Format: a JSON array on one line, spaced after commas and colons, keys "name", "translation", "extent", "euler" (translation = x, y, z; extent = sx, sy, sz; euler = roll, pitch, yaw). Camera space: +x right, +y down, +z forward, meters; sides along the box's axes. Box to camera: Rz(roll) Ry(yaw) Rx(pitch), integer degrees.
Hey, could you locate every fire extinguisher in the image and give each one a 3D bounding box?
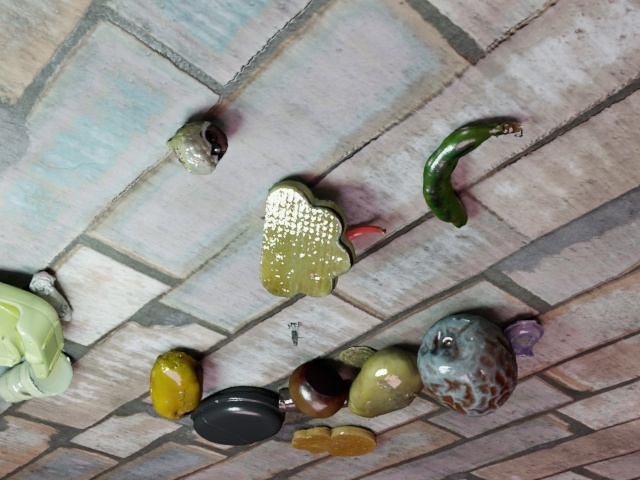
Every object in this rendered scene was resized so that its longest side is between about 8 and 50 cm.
[{"name": "fire extinguisher", "translation": [0.008, 0.454, 2.028], "extent": [0.267, 0.072, 0.089], "euler": [-7, 104, 10]}]

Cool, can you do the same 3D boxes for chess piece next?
[{"name": "chess piece", "translation": [-0.815, 0.389, 1.930], "extent": [0.243, 0.133, 0.133], "euler": [-21, 137, 36]}]

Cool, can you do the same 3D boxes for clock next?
[{"name": "clock", "translation": [-0.801, 0.199, 1.641], "extent": [0.348, 0.117, 0.286], "euler": [17, 146, -2]}]

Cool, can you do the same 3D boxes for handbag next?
[{"name": "handbag", "translation": [-0.256, 0.547, 2.125], "extent": [0.308, 0.093, 0.253], "euler": [-29, 133, 32]}]

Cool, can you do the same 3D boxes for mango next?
[{"name": "mango", "translation": [-0.402, 0.395, 1.898], "extent": [0.151, 0.156, 0.249], "euler": [31, 146, 21]}]

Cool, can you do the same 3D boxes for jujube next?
[{"name": "jujube", "translation": [0.373, 0.325, 1.735], "extent": [0.246, 0.216, 0.308], "euler": [-20, 139, 24]}]

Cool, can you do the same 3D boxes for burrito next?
[{"name": "burrito", "translation": [-0.648, 0.143, 1.653], "extent": [0.064, 0.064, 0.203], "euler": [2, 144, -2]}]

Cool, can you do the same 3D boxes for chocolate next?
[{"name": "chocolate", "translation": [-0.013, 0.423, 1.914], "extent": [0.176, 0.177, 0.177], "euler": [1, 142, 0]}]

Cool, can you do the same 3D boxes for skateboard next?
[{"name": "skateboard", "translation": [-0.063, 0.256, 1.788], "extent": [0.032, 0.064, 0.083], "euler": [-10, 152, 1]}]

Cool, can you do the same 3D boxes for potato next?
[{"name": "potato", "translation": [0.176, 0.400, 1.884], "extent": [0.191, 0.141, 0.296], "euler": [5, 143, -29]}]

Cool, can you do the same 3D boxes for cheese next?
[{"name": "cheese", "translation": [0.522, 0.256, 1.784], "extent": [0.105, 0.042, 0.191], "euler": [-2, 144, 6]}]

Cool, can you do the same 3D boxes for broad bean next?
[{"name": "broad bean", "translation": [0.263, -0.121, 1.308], "extent": [0.144, 0.049, 0.292], "euler": [7, 141, -10]}]

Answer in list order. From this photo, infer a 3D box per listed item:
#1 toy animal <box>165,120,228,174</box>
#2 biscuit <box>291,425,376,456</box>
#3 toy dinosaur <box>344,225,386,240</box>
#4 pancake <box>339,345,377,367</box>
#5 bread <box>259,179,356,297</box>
[{"name": "toy animal", "translation": [-0.222, -0.174, 1.241], "extent": [0.098, 0.137, 0.098], "euler": [-15, 120, -29]}, {"name": "biscuit", "translation": [0.046, 0.675, 2.321], "extent": [0.288, 0.044, 0.202], "euler": [4, 141, -1]}, {"name": "toy dinosaur", "translation": [-0.007, -0.004, 1.471], "extent": [0.286, 0.070, 0.139], "euler": [-32, 109, 33]}, {"name": "pancake", "translation": [0.109, 0.322, 1.899], "extent": [0.114, 0.011, 0.115], "euler": [1, 142, 0]}, {"name": "bread", "translation": [-0.026, 0.012, 1.412], "extent": [0.207, 0.056, 0.287], "euler": [19, 128, 7]}]
